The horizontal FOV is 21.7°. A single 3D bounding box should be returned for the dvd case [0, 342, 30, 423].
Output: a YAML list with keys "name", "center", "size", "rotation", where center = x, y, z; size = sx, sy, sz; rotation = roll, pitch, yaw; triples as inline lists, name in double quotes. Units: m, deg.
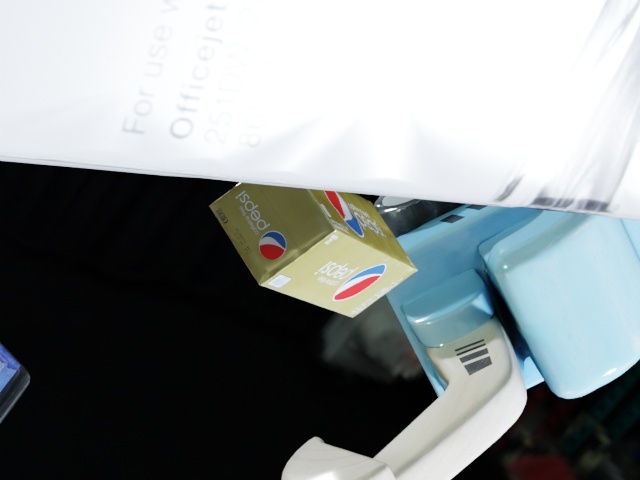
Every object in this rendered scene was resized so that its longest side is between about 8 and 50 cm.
- name: "dvd case"
  center: [-0.210, 0.055, 0.534]
  size: [0.180, 0.022, 0.253]
  rotation: [49, -148, -13]

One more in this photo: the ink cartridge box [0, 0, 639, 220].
- name: "ink cartridge box"
  center: [0.045, -0.136, 0.510]
  size: [0.395, 0.166, 0.285]
  rotation: [4, -154, -30]

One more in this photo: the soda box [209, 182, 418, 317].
- name: "soda box"
  center: [0.000, 0.000, 1.049]
  size: [0.061, 0.058, 0.181]
  rotation: [57, -170, 18]

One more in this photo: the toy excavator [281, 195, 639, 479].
- name: "toy excavator"
  center: [0.156, 0.082, 1.491]
  size: [0.222, 0.433, 0.445]
  rotation: [63, -179, -15]
